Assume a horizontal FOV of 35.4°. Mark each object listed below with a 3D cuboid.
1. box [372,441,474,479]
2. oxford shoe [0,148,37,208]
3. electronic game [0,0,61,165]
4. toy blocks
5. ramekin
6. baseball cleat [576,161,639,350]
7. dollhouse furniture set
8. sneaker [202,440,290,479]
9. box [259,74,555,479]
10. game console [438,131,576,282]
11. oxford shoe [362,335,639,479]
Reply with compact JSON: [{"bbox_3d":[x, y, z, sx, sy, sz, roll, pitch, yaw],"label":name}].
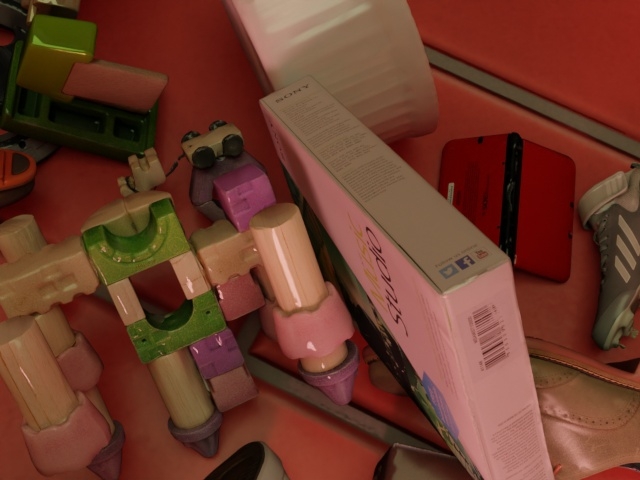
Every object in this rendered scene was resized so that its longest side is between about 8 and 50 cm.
[{"bbox_3d":[0.070,0.374,0.819,0.143,0.191,0.381,16,71,4],"label":"box"},{"bbox_3d":[-0.404,-0.017,0.995,0.272,0.098,0.097,-17,35,0],"label":"oxford shoe"},{"bbox_3d":[-0.365,-0.170,1.065,0.229,0.048,0.229,3,71,-10],"label":"electronic game"},{"bbox_3d":[-0.129,0.087,0.927,0.289,0.309,0.260,-24,117,-8],"label":"toy blocks"},{"bbox_3d":[-0.006,-0.204,0.978,0.135,0.277,0.277,-25,73,-2],"label":"ramekin"},{"bbox_3d":[0.300,0.013,1.022,0.110,0.072,0.205,25,67,21],"label":"baseball cleat"},{"bbox_3d":[-0.211,-0.261,1.007,0.151,0.197,0.301,11,66,-22],"label":"dollhouse furniture set"},{"bbox_3d":[-0.048,0.267,0.832,0.106,0.290,0.123,-37,102,1],"label":"sneaker"},{"bbox_3d":[0.061,0.031,0.798,0.059,0.232,0.322,-26,37,-9],"label":"box"},{"bbox_3d":[0.194,-0.031,1.054,0.124,0.085,0.143,-4,67,30],"label":"game console"},{"bbox_3d":[0.207,0.163,0.934,0.349,0.123,0.130,9,78,4],"label":"oxford shoe"}]
